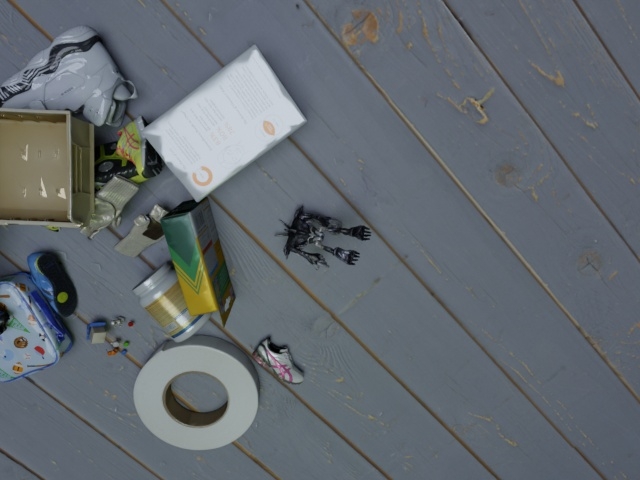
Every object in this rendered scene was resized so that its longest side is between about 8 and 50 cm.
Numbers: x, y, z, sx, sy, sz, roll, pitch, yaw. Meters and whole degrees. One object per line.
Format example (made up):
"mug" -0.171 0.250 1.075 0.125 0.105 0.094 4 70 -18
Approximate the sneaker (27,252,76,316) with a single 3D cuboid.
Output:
"sneaker" -0.789 0.129 1.285 0.082 0.069 0.209 -1 116 27

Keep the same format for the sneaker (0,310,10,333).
"sneaker" -0.886 0.188 1.185 0.084 0.058 0.152 12 105 -3

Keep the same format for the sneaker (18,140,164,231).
"sneaker" -0.603 -0.148 1.187 0.384 0.145 0.147 -19 141 -3

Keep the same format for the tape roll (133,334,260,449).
"tape roll" -0.388 0.486 1.395 0.392 0.072 0.392 -1 107 -2

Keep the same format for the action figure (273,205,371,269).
"action figure" 0.000 0.000 1.220 0.141 0.275 0.164 31 76 -47

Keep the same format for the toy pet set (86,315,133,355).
"toy pet set" -0.650 0.285 1.344 0.114 0.065 0.122 6 113 -40

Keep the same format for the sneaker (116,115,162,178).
"sneaker" -0.462 -0.221 1.101 0.094 0.208 0.081 -23 143 -4

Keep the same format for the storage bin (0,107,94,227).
"storage bin" -0.684 -0.163 1.017 0.262 0.123 0.260 2 95 -3

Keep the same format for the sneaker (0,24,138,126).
"sneaker" -0.644 -0.342 1.106 0.366 0.137 0.210 -39 102 6

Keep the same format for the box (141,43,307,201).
"box" -0.232 -0.294 1.121 0.345 0.168 0.215 -34 105 7

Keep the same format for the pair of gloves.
"pair of gloves" -0.526 -0.051 1.183 0.204 0.042 0.240 -35 139 9

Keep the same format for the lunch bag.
"lunch bag" -0.889 0.258 1.289 0.243 0.115 0.303 -23 105 2

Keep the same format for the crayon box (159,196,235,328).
"crayon box" -0.326 0.061 1.203 0.083 0.203 0.323 -12 106 2

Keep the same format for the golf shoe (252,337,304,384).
"golf shoe" -0.119 0.382 1.376 0.186 0.067 0.086 38 100 -12

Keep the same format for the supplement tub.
"supplement tub" -0.425 0.176 1.263 0.144 0.144 0.200 -36 105 8
